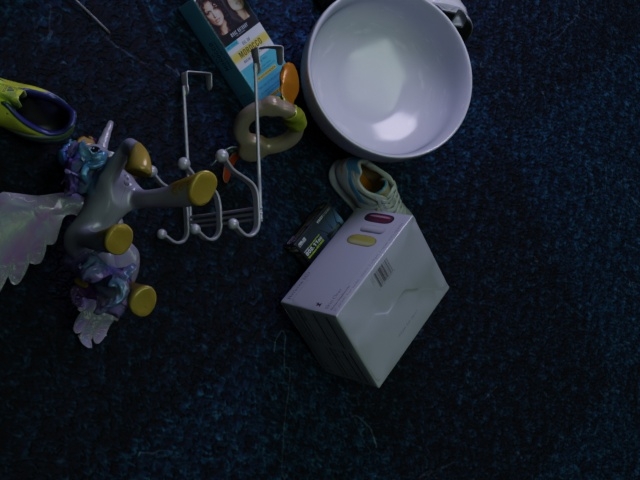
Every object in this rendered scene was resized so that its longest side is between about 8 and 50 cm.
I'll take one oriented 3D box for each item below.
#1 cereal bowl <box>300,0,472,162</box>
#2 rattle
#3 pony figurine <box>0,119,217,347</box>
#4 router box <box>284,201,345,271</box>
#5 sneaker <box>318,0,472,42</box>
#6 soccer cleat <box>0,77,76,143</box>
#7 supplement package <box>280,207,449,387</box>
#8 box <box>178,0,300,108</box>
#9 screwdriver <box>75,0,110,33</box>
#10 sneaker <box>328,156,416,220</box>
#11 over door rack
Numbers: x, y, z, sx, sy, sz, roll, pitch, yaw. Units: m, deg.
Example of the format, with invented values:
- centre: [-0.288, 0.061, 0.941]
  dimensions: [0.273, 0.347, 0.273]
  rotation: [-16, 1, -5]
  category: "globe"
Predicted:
- centre: [0.113, -0.310, 1.851]
  dimensions: [0.338, 0.141, 0.339]
  rotation: [2, 84, -20]
  category: "cereal bowl"
- centre: [-0.123, -0.215, 1.728]
  dimensions: [0.130, 0.199, 0.143]
  rotation: [3, 58, -44]
  category: "rattle"
- centre: [-0.346, -0.011, 1.458]
  dimensions: [0.302, 0.363, 0.351]
  rotation: [30, 85, -37]
  category: "pony figurine"
- centre: [0.000, 0.000, 1.846]
  dimensions: [0.092, 0.038, 0.122]
  rotation: [49, 61, -21]
  category: "router box"
- centre: [0.144, -0.494, 1.956]
  dimensions: [0.330, 0.122, 0.146]
  rotation: [11, 50, -20]
  category: "sneaker"
- centre: [-0.508, -0.224, 1.457]
  dimensions: [0.289, 0.121, 0.094]
  rotation: [18, 76, -32]
  category: "soccer cleat"
- centre: [0.089, 0.103, 1.808]
  dimensions: [0.262, 0.145, 0.204]
  rotation: [-51, 129, -28]
  category: "supplement package"
- centre: [-0.146, -0.354, 1.762]
  dimensions: [0.100, 0.060, 0.244]
  rotation: [-45, 111, -30]
  category: "box"
- centre: [-0.417, -0.407, 1.607]
  dimensions: [0.170, 0.025, 0.024]
  rotation: [46, 61, -33]
  category: "screwdriver"
- centre: [0.118, -0.078, 1.905]
  dimensions: [0.228, 0.092, 0.087]
  rotation: [41, 63, -27]
  category: "sneaker"
- centre: [-0.187, -0.162, 1.610]
  dimensions: [0.108, 0.239, 0.324]
  rotation: [14, 78, -39]
  category: "over door rack"
